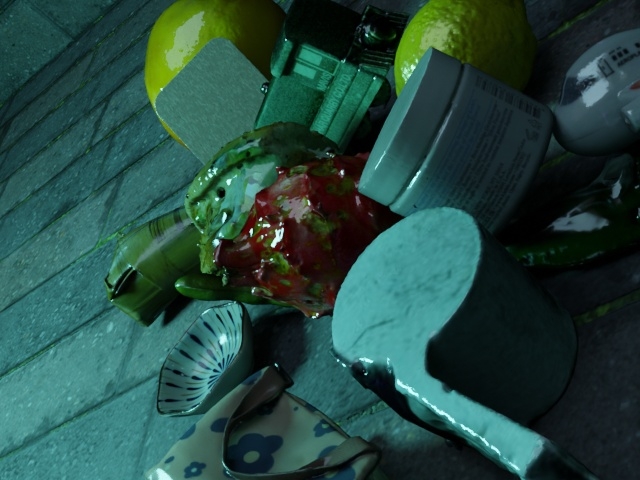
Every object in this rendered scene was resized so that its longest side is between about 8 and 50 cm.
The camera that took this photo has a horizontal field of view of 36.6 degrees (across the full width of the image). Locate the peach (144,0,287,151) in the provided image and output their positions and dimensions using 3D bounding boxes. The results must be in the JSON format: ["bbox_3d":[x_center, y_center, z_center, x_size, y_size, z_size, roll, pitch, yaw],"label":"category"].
[{"bbox_3d":[-0.177,-0.292,1.732,0.289,0.289,0.307,4,93,56],"label":"peach"}]

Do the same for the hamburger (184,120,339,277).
[{"bbox_3d":[-0.089,-0.044,1.365,0.288,0.192,0.167,-31,55,27],"label":"hamburger"}]

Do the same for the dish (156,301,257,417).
[{"bbox_3d":[-0.145,0.177,1.347,0.191,0.066,0.190,-36,31,26],"label":"dish"}]

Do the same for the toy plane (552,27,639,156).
[{"bbox_3d":[0.350,-0.183,1.015,0.252,0.118,0.252,-37,15,12],"label":"toy plane"}]

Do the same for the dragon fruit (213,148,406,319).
[{"bbox_3d":[0.000,0.000,1.185,0.268,0.205,0.210,-18,4,-10],"label":"dragon fruit"}]

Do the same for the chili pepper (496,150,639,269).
[{"bbox_3d":[0.255,-0.010,1.019,0.216,0.062,0.108,-34,32,30],"label":"chili pepper"}]

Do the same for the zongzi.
[{"bbox_3d":[-0.257,-0.012,1.678,0.260,0.123,0.289,-39,26,10],"label":"zongzi"}]

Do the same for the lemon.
[{"bbox_3d":[0.189,-0.235,1.263,0.181,0.181,0.193,-2,76,53],"label":"lemon"}]

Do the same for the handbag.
[{"bbox_3d":[-0.027,0.264,0.968,0.193,0.190,0.251,-48,36,-9],"label":"handbag"}]

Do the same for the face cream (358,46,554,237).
[{"bbox_3d":[0.145,-0.097,1.043,0.177,0.153,0.177,-63,6,11],"label":"face cream"}]

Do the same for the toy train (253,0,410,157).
[{"bbox_3d":[0.006,-0.225,1.409,0.330,0.178,0.138,122,169,-58],"label":"toy train"}]

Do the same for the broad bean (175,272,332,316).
[{"bbox_3d":[-0.084,0.071,1.311,0.069,0.227,0.039,-23,-62,-76],"label":"broad bean"}]

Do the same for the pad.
[{"bbox_3d":[-0.135,-0.189,1.594,0.176,0.266,0.002,-43,-1,12],"label":"pad"}]

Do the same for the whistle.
[{"bbox_3d":[0.136,0.129,0.907,0.188,0.168,0.404,-37,31,20],"label":"whistle"}]
